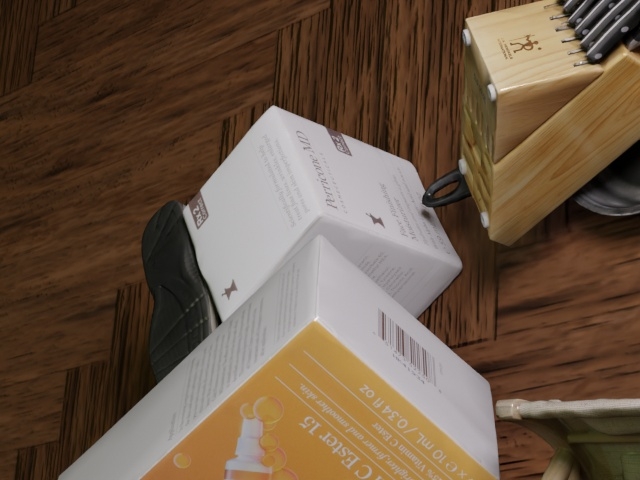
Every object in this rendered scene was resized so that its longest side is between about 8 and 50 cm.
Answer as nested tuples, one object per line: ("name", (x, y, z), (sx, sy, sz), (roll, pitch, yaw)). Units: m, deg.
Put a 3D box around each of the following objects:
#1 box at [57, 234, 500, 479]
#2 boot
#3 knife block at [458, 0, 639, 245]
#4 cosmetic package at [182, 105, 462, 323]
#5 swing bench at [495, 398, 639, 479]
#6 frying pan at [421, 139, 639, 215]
("box", (-0.046, 0.203, 1.559), (0.345, 0.215, 0.168), (-44, 16, 18))
("boot", (-0.077, 0.084, 1.748), (0.085, 0.179, 0.236), (-38, 46, 29))
("knife block", (0.241, -0.132, 1.493), (0.275, 0.242, 0.088), (87, 169, -52))
("cosmetic package", (0.000, 0.000, 1.691), (0.151, 0.184, 0.151), (-48, 44, 25))
("swing bench", (0.244, 0.246, 1.314), (0.253, 0.165, 0.254), (-7, 60, 49))
("frying pan", (0.233, -0.071, 1.554), (0.326, 0.053, 0.197), (-47, 44, 27))
